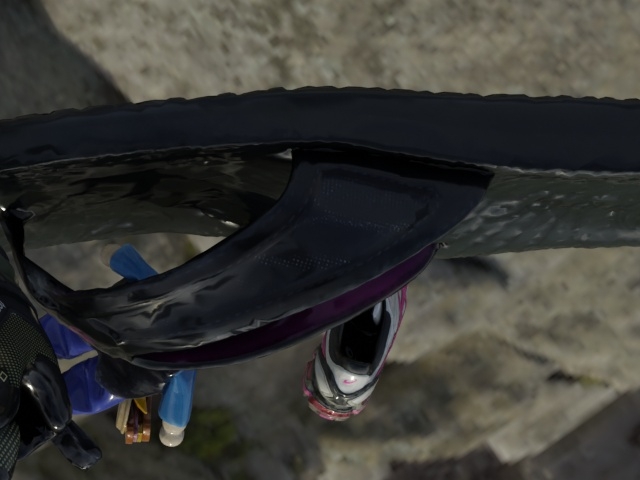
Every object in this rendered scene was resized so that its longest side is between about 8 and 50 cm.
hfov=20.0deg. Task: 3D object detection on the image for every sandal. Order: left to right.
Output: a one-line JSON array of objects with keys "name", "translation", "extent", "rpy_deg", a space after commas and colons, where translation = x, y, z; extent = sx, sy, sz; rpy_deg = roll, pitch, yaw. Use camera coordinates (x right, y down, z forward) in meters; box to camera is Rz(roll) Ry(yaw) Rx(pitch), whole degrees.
[{"name": "sandal", "translation": [0.002, -0.001, 0.850], "extent": [0.446, 0.107, 0.167], "rpy_deg": [-2, 165, -8]}]

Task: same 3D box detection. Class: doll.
[{"name": "doll", "translation": [-0.116, 0.067, 1.101], "extent": [0.046, 0.129, 0.189], "rpy_deg": [-20, 178, -44]}]

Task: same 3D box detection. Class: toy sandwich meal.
[{"name": "toy sandwich meal", "translation": [-0.149, 0.126, 1.495], "extent": [0.029, 0.085, 0.085], "rpy_deg": [11, 126, -7]}]

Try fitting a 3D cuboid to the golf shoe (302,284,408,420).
[{"name": "golf shoe", "translation": [0.039, 0.048, 1.426], "extent": [0.068, 0.186, 0.086], "rpy_deg": [18, 146, -9]}]

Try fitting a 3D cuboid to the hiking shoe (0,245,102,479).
[{"name": "hiking shoe", "translation": [-0.160, 0.051, 0.647], "extent": [0.086, 0.114, 0.227], "rpy_deg": [-49, 161, 21]}]
